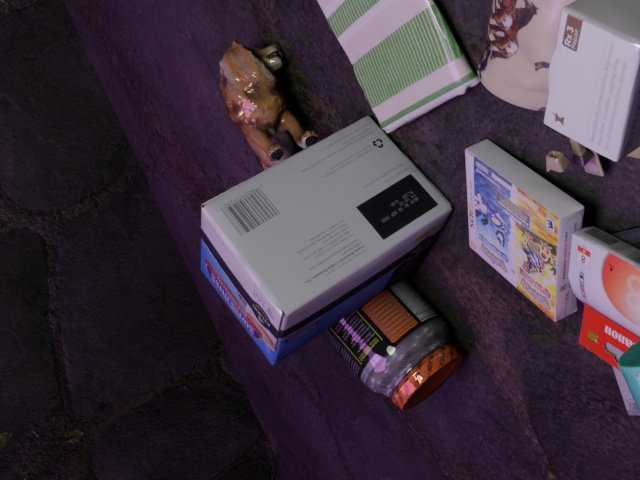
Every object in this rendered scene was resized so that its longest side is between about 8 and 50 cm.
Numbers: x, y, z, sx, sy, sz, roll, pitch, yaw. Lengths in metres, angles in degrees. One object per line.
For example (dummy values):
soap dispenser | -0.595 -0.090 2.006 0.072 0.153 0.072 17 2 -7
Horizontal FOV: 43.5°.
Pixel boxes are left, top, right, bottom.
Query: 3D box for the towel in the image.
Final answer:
towel | 0.088 -0.333 1.170 0.325 0.038 0.248 62 155 -4

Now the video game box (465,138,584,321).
video game box | 0.279 -0.016 1.121 0.205 0.048 0.187 48 159 47

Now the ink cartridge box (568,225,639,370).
ink cartridge box | 0.366 0.090 0.996 0.145 0.045 0.179 40 136 53

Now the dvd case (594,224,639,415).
dvd case | 0.413 0.100 0.988 0.179 0.030 0.238 -24 83 66

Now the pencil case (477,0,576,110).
pencil case | 0.234 -0.309 0.748 0.183 0.160 0.410 55 160 42

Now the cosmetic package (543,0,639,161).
cosmetic package | 0.303 -0.173 0.683 0.085 0.231 0.117 40 151 36

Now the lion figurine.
lion figurine | -0.086 -0.188 1.569 0.240 0.142 0.392 49 161 38

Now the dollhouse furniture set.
dollhouse furniture set | 0.339 -0.084 0.931 0.114 0.091 0.081 25 156 47

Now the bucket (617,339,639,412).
bucket | 0.441 0.146 0.771 0.183 0.281 0.281 61 157 7

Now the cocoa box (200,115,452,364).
cocoa box | 0.000 0.000 1.353 0.231 0.347 0.228 51 156 17

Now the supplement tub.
supplement tub | 0.108 0.155 1.525 0.316 0.193 0.193 49 155 23
